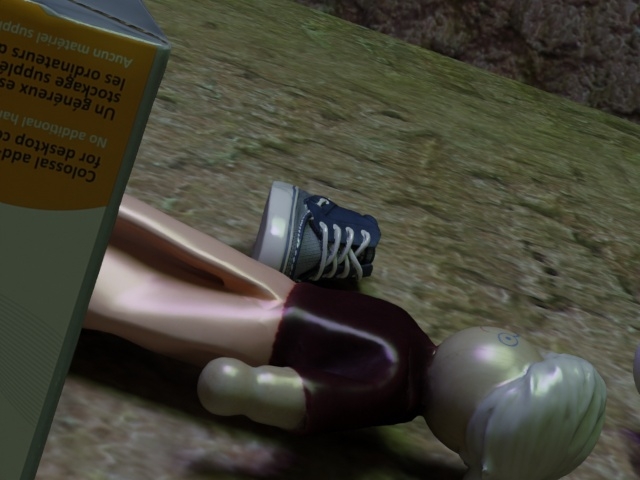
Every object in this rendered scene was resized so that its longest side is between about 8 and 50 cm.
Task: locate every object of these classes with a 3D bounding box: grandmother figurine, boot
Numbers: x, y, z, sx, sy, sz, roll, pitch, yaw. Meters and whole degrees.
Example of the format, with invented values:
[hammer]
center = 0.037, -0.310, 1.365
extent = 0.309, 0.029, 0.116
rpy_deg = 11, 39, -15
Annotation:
[grandmother figurine]
center = -0.019, 0.049, 0.790
extent = 0.342, 0.104, 0.208
rpy_deg = 17, 23, 3
[boot]
center = 0.000, 0.000, 1.038
extent = 0.086, 0.069, 0.190
rpy_deg = 16, 13, -2

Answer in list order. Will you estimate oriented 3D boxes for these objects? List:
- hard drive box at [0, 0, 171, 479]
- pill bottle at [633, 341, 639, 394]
[hard drive box]
center = -0.166, 0.018, 0.437
extent = 0.181, 0.232, 0.089
rpy_deg = 14, 16, -19
[pill bottle]
center = 0.258, 0.109, 0.895
extent = 0.108, 0.108, 0.193
rpy_deg = 15, 15, -17
